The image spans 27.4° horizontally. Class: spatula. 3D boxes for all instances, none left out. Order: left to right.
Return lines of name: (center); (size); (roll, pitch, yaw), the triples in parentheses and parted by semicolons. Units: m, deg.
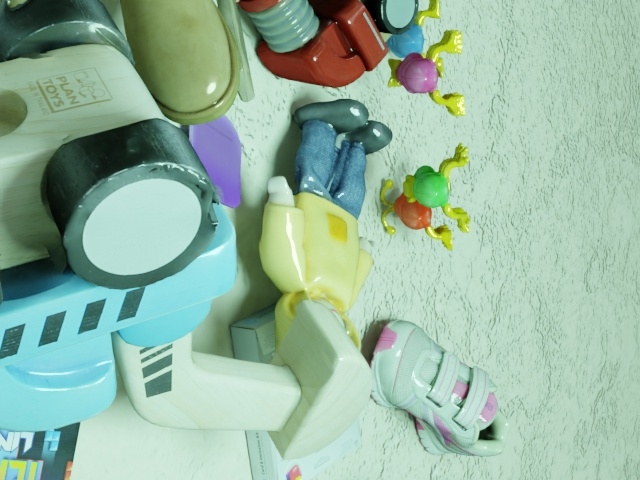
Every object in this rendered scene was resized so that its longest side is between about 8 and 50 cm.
spatula: (-0.122, 0.015, 1.222); (0.084, 0.030, 0.296); (30, 70, -52)

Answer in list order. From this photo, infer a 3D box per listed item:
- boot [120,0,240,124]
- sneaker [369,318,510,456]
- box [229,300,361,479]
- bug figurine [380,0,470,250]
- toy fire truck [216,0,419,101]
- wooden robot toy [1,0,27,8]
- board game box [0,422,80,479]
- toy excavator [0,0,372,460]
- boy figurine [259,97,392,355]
boot: (-0.148, -0.240, 0.998); (0.269, 0.089, 0.236); (67, 3, -68)
sneaker: (0.147, 0.173, 1.523); (0.252, 0.111, 0.103); (46, 58, -44)
box: (-0.022, 0.153, 1.362); (0.145, 0.038, 0.186); (-26, 112, -48)
bug figurine: (0.105, -0.121, 1.404); (0.216, 0.072, 0.279); (-130, -144, -81)
toy fire truck: (-0.032, -0.214, 1.239); (0.246, 0.158, 0.217); (-51, 133, -21)
wooden robot toy: (-0.243, -0.158, 1.040); (0.079, 0.076, 0.173); (99, 14, -64)
board game box: (-0.270, 0.166, 1.031); (0.170, 0.048, 0.141); (17, 79, -52)
toy excavator: (-0.160, 0.045, 1.008); (0.433, 0.222, 0.445); (-17, 138, -21)
boy figurine: (0.000, 0.000, 1.298); (0.177, 0.092, 0.285); (41, 48, -46)
